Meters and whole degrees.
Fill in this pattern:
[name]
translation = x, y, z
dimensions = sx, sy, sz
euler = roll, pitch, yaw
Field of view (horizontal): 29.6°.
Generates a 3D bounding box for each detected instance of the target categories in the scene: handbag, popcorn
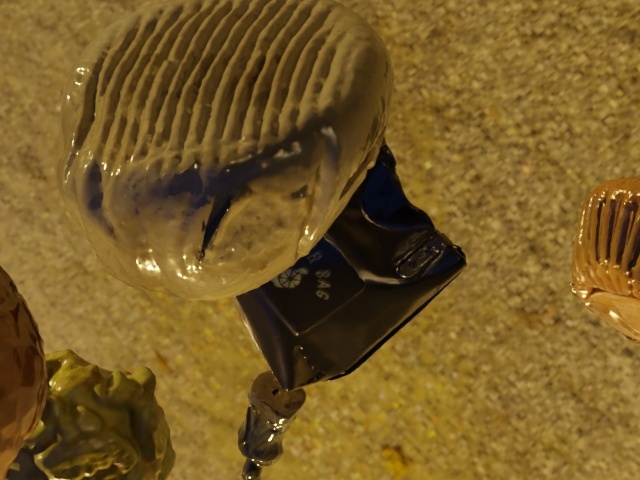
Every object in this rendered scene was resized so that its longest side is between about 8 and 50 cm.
[handbag]
translation = 0.000, 0.000, 1.474
dimensions = 0.288, 0.152, 0.342
euler = -32, 108, 13
[popcorn]
translation = -0.259, 0.225, 1.284
dimensions = 0.216, 0.235, 0.181
euler = 61, 177, -30

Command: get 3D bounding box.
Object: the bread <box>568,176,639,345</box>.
[bread]
translation = 0.377, 0.027, 1.313
dimensions = 0.240, 0.139, 0.240
euler = 36, 169, 8

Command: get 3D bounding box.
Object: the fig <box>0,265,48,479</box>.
[fig]
translation = -0.382, 0.118, 1.072
dimensions = 0.286, 0.286, 0.369
euler = 53, 173, -2

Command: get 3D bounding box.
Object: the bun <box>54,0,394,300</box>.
[bun]
translation = -0.045, -0.039, 0.577
dimensions = 0.167, 0.173, 0.113
euler = 24, 142, 35

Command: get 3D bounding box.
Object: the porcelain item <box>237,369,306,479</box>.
[porcelain item]
translation = -0.087, 0.285, 1.774
dimensions = 0.081, 0.069, 0.215
euler = 34, 134, 16
